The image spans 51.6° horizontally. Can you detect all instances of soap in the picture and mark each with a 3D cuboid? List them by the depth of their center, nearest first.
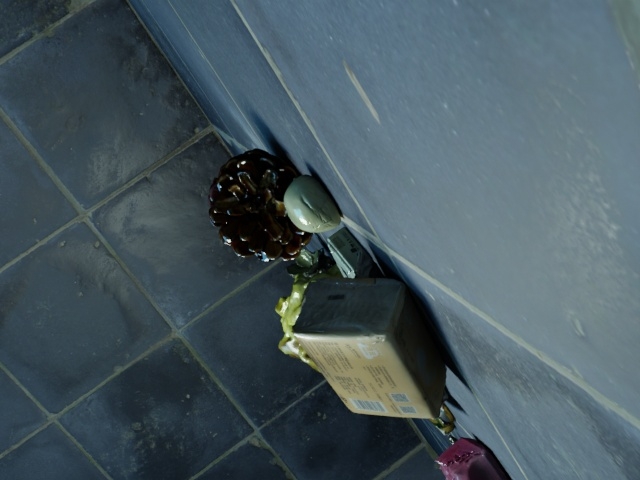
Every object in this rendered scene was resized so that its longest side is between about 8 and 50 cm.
[{"bbox_3d":[0.433,0.667,1.693,0.324,0.127,0.220,59,172,-3],"label":"soap"}]

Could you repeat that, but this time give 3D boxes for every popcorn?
[{"bbox_3d":[0.015,0.216,1.885,0.312,0.312,0.312,54,175,7],"label":"popcorn"}]

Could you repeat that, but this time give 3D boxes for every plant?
[{"bbox_3d":[-0.009,0.104,2.079,0.203,0.142,0.131,51,-172,-50],"label":"plant"}]

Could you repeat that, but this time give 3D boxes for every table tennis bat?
[{"bbox_3d":[0.000,0.000,2.078,0.083,0.007,0.050,53,175,1],"label":"table tennis bat"}]

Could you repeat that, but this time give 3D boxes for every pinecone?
[{"bbox_3d":[-0.151,-0.079,1.621,0.298,0.242,0.296,60,178,5],"label":"pinecone"}]

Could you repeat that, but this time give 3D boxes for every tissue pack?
[{"bbox_3d":[0.117,0.187,1.324,0.238,0.239,0.305,49,172,49],"label":"tissue pack"}]

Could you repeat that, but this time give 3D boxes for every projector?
[{"bbox_3d":[0.076,0.056,1.448,0.115,0.061,0.147,53,174,36],"label":"projector"}]

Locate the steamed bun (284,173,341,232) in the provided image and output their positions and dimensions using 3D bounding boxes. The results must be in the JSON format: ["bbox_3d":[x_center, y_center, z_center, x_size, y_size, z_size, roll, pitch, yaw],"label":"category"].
[{"bbox_3d":[-0.022,-0.067,1.362,0.130,0.091,0.112,59,172,-35],"label":"steamed bun"}]

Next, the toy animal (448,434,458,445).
[{"bbox_3d":[0.446,0.664,2.086,0.135,0.047,0.065,57,170,-3],"label":"toy animal"}]

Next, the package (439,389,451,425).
[{"bbox_3d":[0.273,0.378,1.701,0.269,0.071,0.194,-137,27,-83],"label":"package"}]

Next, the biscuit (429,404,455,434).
[{"bbox_3d":[0.308,0.467,1.994,0.343,0.057,0.287,58,174,-34],"label":"biscuit"}]
